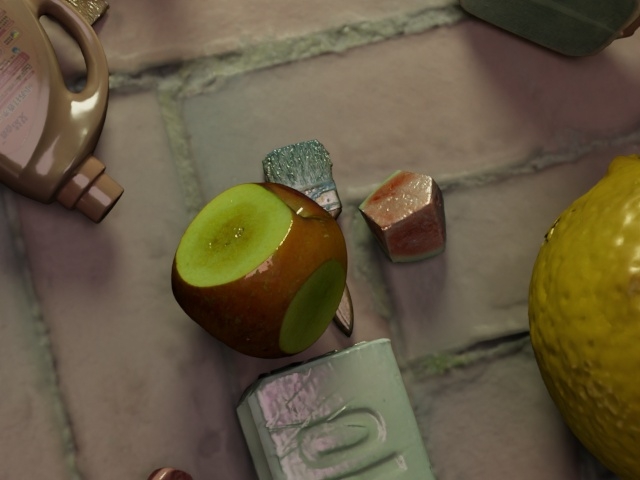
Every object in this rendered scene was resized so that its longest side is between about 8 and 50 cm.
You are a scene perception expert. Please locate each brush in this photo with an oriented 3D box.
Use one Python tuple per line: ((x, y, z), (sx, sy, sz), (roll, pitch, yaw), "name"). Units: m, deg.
((-0.278, -0.267, 1.172), (0.170, 0.014, 0.043), (41, 73, -3), "brush")
((0.000, 0.000, 1.188), (0.070, 0.021, 0.196), (-15, 87, -15), "brush")

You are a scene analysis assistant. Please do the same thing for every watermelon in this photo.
((0.089, -0.019, 1.185), (0.092, 0.072, 0.084), (44, 92, -7), "watermelon")

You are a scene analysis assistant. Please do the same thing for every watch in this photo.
((0.274, -0.332, 1.242), (0.253, 0.162, 0.241), (22, 69, -9), "watch")

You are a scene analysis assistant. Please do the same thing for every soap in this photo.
((0.028, 0.232, 1.115), (0.150, 0.094, 0.262), (-17, 84, -14), "soap")

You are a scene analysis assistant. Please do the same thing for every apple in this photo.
((-0.054, 0.021, 1.095), (0.146, 0.163, 0.147), (34, 93, 30), "apple")

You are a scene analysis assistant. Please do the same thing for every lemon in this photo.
((0.349, 0.081, 1.109), (0.336, 0.336, 0.336), (2, 80, -12), "lemon")

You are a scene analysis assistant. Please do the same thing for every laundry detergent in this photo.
((-0.261, -0.135, 1.121), (0.237, 0.076, 0.171), (38, 75, -5), "laundry detergent")

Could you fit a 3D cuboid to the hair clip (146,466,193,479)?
((-0.120, 0.277, 1.066), (0.102, 0.123, 0.138), (13, 73, 34), "hair clip")
